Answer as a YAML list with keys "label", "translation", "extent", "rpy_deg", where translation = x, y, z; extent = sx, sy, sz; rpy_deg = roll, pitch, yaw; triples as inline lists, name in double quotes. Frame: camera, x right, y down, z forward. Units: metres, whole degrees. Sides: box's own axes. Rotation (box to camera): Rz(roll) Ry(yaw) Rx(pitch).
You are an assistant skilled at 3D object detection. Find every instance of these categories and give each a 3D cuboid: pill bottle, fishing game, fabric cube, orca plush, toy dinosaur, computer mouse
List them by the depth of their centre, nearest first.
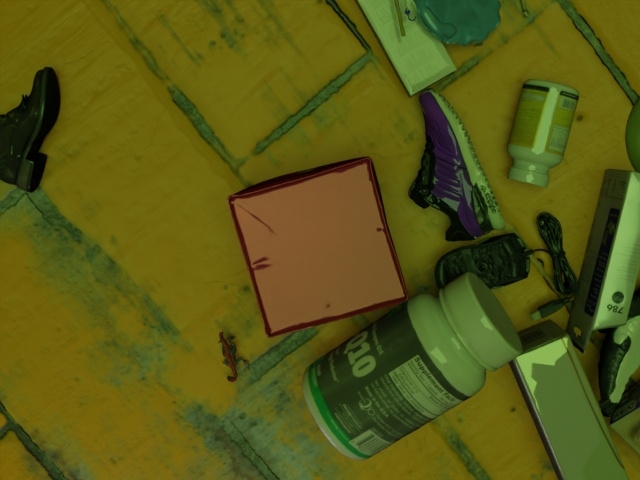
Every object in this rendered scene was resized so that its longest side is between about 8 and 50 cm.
- label: "fabric cube"
  translation: [0.000, 0.000, 1.662]
  extent: [0.254, 0.258, 0.259]
  rpy_deg: [-14, 94, 5]
- label: "pill bottle"
  translation: [0.164, 0.222, 1.671]
  extent: [0.361, 0.204, 0.204]
  rpy_deg: [-35, 93, 17]
- label: "fishing game"
  translation: [0.248, -0.441, 1.691]
  extent: [0.264, 0.041, 0.189]
  rpy_deg: [-17, 93, -17]
- label: "pill bottle"
  translation: [0.399, -0.194, 1.700]
  extent: [0.103, 0.103, 0.184]
  rpy_deg: [14, 96, 1]
- label: "orca plush"
  translation: [0.565, 0.188, 1.740]
  extent: [0.151, 0.102, 0.287]
  rpy_deg: [21, 87, -32]
- label: "computer mouse"
  translation: [0.349, 0.073, 1.754]
  extent: [0.262, 0.060, 0.184]
  rpy_deg: [-22, 90, -7]
- label: "toy dinosaur"
  translation: [-0.178, 0.228, 1.790]
  extent: [0.047, 0.090, 0.082]
  rpy_deg: [-19, 63, 19]

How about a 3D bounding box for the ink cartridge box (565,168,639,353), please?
- label: "ink cartridge box"
  translation: [0.524, 0.038, 1.687]
  extent: [0.065, 0.165, 0.332]
  rpy_deg: [13, 97, 0]

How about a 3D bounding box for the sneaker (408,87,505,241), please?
- label: "sneaker"
  translation: [0.220, -0.129, 1.717]
  extent: [0.146, 0.102, 0.293]
  rpy_deg: [-24, 92, 12]

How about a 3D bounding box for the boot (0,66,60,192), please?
- label: "boot"
  translation: [-0.625, -0.223, 1.753]
  extent: [0.229, 0.091, 0.263]
  rpy_deg: [17, 98, 0]

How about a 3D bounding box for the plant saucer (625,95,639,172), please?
- label: "plant saucer"
  translation: [0.688, -0.194, 1.720]
  extent: [0.241, 0.037, 0.240]
  rpy_deg: [0, 96, 3]

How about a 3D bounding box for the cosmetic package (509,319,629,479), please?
- label: "cosmetic package"
  translation: [0.448, 0.317, 1.721]
  extent: [0.113, 0.160, 0.309]
  rpy_deg: [-24, 95, 4]

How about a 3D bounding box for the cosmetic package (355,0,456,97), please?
- label: "cosmetic package"
  translation: [0.147, -0.390, 1.714]
  extent: [0.099, 0.060, 0.239]
  rpy_deg: [-29, 93, 2]

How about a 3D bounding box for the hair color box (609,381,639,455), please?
- label: "hair color box"
  translation: [0.718, 0.385, 1.708]
  extent: [0.339, 0.110, 0.185]
  rpy_deg: [45, 124, -1]
